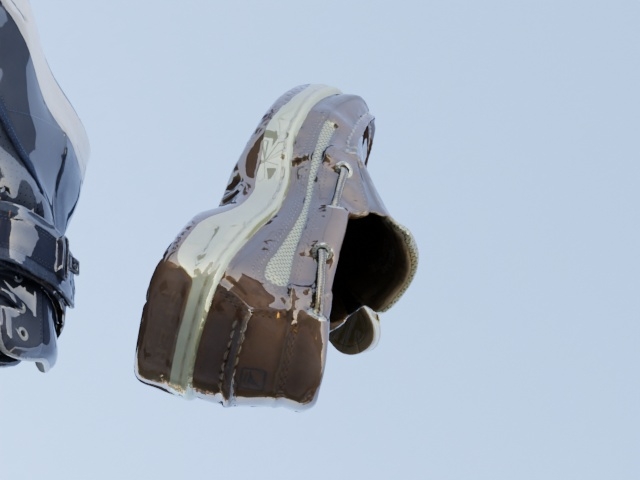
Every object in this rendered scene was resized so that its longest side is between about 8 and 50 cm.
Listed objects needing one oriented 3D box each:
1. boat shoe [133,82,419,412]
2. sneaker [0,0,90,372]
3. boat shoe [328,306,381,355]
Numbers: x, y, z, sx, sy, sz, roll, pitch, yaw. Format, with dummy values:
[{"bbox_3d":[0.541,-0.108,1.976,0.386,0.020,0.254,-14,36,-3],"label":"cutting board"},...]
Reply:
[{"bbox_3d":[-0.001,0.007,0.882,0.095,0.257,0.095,16,-58,9],"label":"boat shoe"},{"bbox_3d":[-0.172,-0.030,0.847,0.086,0.226,0.163,-6,-125,19],"label":"sneaker"},{"bbox_3d":[0.005,0.027,1.416,0.050,0.045,0.135,-27,-105,13],"label":"boat shoe"}]
